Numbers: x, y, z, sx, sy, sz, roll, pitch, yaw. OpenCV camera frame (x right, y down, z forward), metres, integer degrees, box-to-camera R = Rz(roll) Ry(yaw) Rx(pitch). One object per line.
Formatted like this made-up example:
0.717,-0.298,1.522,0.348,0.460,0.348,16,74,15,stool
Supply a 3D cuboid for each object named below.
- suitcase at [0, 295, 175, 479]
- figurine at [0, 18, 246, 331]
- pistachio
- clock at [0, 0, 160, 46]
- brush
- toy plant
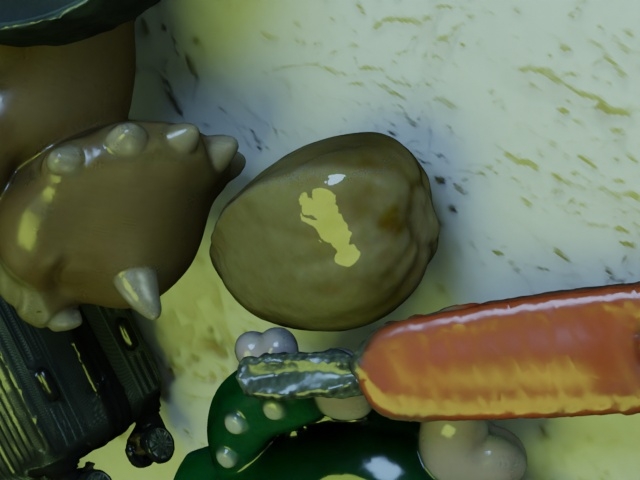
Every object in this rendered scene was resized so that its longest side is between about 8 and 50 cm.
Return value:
-0.248,0.047,1.197,0.202,0.128,0.312,-19,100,42,suitcase
-0.130,-0.069,1.032,0.173,0.247,0.177,14,156,-9,figurine
0.000,0.000,0.996,0.185,0.126,0.108,142,135,-58,pistachio
-0.154,-0.243,0.938,0.281,0.055,0.280,-5,78,26,clock
0.107,0.062,0.936,0.323,0.051,0.070,-5,90,17,brush
0.026,0.168,1.057,0.243,0.112,0.232,20,130,10,toy plant
